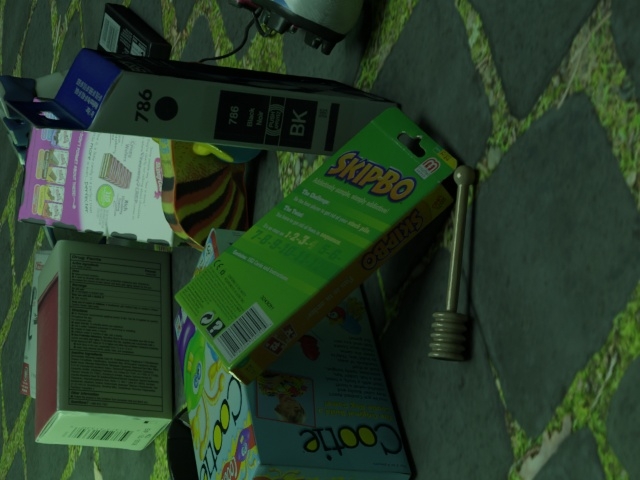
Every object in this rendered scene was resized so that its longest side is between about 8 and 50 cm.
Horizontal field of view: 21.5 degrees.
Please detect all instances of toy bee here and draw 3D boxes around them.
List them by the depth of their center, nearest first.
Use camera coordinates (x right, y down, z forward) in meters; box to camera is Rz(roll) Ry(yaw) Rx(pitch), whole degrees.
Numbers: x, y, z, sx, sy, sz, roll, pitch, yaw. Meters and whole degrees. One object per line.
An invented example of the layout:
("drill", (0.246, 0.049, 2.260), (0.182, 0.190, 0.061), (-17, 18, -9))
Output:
("toy bee", (-0.149, -0.135, 1.878), (0.195, 0.162, 0.298), (140, 133, -62))

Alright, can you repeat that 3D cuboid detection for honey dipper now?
("honey dipper", (0.110, 0.017, 1.367), (0.030, 0.030, 0.161), (169, 109, -67))

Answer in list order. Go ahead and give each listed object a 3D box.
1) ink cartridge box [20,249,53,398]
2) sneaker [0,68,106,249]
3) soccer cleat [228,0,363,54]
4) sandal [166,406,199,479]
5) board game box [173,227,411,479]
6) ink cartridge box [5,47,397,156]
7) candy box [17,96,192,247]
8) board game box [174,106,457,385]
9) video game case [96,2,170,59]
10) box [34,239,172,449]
("ink cartridge box", (-0.364, 0.123, 2.423), (0.158, 0.092, 0.218), (180, 98, -68))
("sneaker", (-0.301, -0.097, 2.221), (0.127, 0.182, 0.316), (-127, 19, -58))
("soccer cleat", (-0.026, -0.286, 1.715), (0.143, 0.116, 0.331), (-63, 27, 7))
("sandal", (-0.092, 0.307, 1.705), (0.086, 0.120, 0.303), (79, -175, -59))
("board game box", (-0.034, 0.141, 1.529), (0.275, 0.144, 0.142), (-104, 29, -43))
("ink cartridge box", (-0.112, -0.128, 1.550), (0.165, 0.332, 0.065), (-147, 63, -65))
("candy box", (-0.249, -0.084, 2.055), (0.233, 0.071, 0.159), (10, 93, 28))
("board game box", (0.000, 0.000, 1.448), (0.259, 0.039, 0.124), (-43, 41, 1))
("video game case", (-0.284, -0.190, 2.396), (0.275, 0.035, 0.248), (-136, 56, -62))
("box", (-0.275, 0.134, 2.123), (0.127, 0.148, 0.232), (132, 140, -56))
